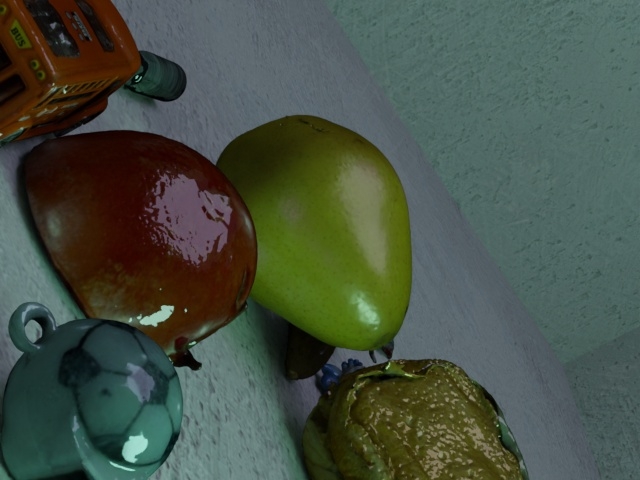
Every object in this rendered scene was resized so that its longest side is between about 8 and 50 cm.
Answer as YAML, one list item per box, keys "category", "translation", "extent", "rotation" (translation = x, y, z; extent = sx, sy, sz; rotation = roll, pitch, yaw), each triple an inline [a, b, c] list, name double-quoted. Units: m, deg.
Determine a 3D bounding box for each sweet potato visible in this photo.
- category: "sweet potato"
  translation: [0.004, 0.119, 2.106]
  extent: [0.341, 0.092, 0.114]
  rotation: [-24, 104, -75]

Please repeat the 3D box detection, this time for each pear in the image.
- category: "pear"
  translation: [-0.012, -0.003, 1.909]
  extent: [0.285, 0.285, 0.336]
  rotation: [44, 31, -52]

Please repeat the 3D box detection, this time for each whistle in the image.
- category: "whistle"
  translation: [-0.173, 0.169, 1.206]
  extent: [0.289, 0.163, 0.163]
  rotation: [58, 14, -20]

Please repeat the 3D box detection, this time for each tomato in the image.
- category: "tomato"
  translation: [-0.168, -0.015, 1.551]
  extent: [0.309, 0.170, 0.309]
  rotation: [58, 13, -22]

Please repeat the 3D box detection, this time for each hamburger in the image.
- category: "hamburger"
  translation: [0.129, 0.295, 1.865]
  extent: [0.319, 0.158, 0.318]
  rotation: [20, 49, -24]

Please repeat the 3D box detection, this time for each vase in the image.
- category: "vase"
  translation: [-0.247, -0.229, 1.933]
  extent: [0.060, 0.060, 0.211]
  rotation: [64, 15, 11]

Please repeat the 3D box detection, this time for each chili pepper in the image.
- category: "chili pepper"
  translation: [0.098, 0.153, 2.481]
  extent: [0.153, 0.041, 0.050]
  rotation: [52, 58, -35]

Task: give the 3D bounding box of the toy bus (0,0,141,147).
- category: "toy bus"
  translation: [-0.291, -0.189, 1.486]
  extent: [0.143, 0.153, 0.329]
  rotation: [59, 13, -2]

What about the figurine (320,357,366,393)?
- category: "figurine"
  translation: [0.052, 0.224, 2.077]
  extent: [0.114, 0.079, 0.114]
  rotation: [29, 28, -17]
